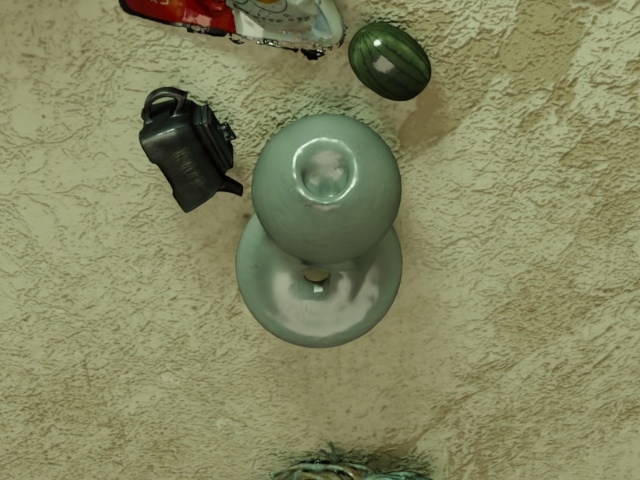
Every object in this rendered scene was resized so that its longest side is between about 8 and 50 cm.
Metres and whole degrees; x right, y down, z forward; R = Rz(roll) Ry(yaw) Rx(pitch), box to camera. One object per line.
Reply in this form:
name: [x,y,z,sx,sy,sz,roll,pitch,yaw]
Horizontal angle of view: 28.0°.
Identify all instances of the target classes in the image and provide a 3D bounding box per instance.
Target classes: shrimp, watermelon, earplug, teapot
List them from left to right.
teapot: [-0.150,-0.116,1.564,0.096,0.087,0.177,-22,124,13]
shrimp: [0.001,0.379,1.924,0.372,0.137,0.172,-4,91,-4]
earplug: [0.001,-0.008,1.582,0.214,0.175,0.326,5,128,1]
watermelon: [0.082,-0.205,1.489,0.110,0.078,0.078,34,122,-22]

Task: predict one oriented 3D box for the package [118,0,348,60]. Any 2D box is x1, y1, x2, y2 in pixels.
package: [-0.092,-0.302,1.434,0.269,0.071,0.194,17,125,6]
